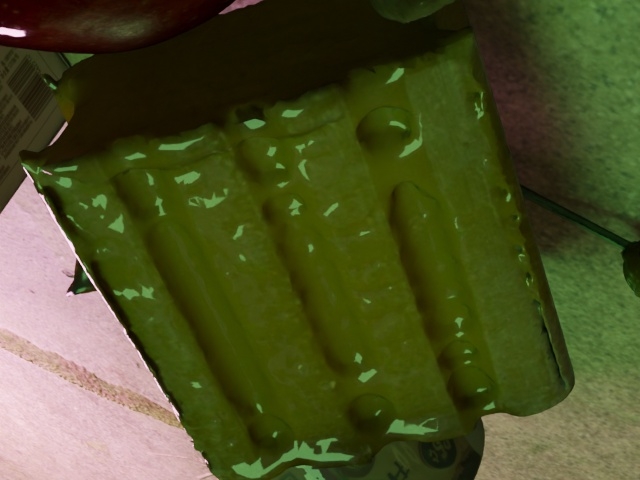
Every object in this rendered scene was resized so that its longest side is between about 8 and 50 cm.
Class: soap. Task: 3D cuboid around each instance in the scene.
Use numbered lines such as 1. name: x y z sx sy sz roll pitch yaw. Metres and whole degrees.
1. soap: 0.000 0.000 0.863 0.293 0.156 0.335 -19 126 9

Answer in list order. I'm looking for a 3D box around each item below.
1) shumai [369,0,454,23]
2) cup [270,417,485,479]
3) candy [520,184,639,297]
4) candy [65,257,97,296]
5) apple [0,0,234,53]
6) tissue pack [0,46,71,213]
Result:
1. shumai: 0.101 -0.207 0.630 0.152 0.161 0.210 5 119 -14
2. cup: 0.029 0.125 1.121 0.301 0.227 0.257 -25 120 20
3. candy: 0.192 -0.015 0.917 0.202 0.061 0.061 30 151 14
4. candy: -0.134 -0.021 1.072 0.271 0.143 0.101 -15 124 49
5. apple: -0.159 -0.236 0.654 0.316 0.288 0.288 2 141 50
6. tissue pack: -0.333 -0.109 1.025 0.124 0.225 0.185 1 140 37
